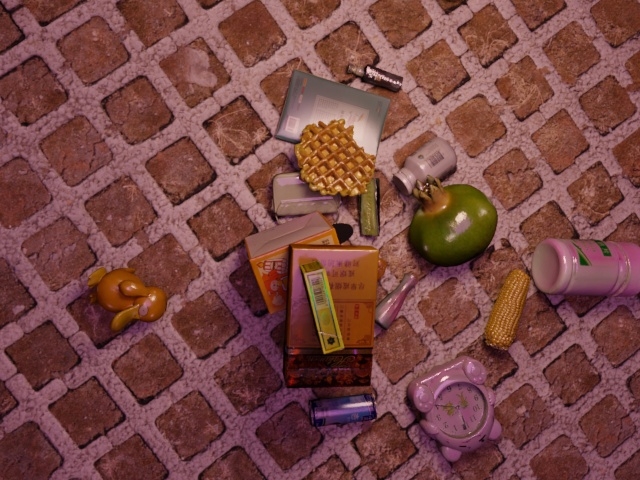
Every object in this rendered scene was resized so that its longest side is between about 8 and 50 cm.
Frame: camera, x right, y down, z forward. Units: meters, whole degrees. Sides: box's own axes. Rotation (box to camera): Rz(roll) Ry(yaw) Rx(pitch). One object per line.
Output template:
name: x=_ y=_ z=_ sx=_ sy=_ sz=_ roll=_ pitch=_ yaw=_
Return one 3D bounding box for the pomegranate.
pomegranate: x=0.456 y=-0.065 z=1.618 sx=0.309 sy=0.216 sz=0.358 roll=-40 pitch=122 yaw=3

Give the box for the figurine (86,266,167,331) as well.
figurine: x=-0.634 y=0.187 z=1.546 sx=0.215 sy=0.215 sz=0.228 roll=-43 pitch=71 yaw=-5

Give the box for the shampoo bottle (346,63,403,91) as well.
shampoo bottle: x=0.196 y=-0.598 z=1.708 sx=0.207 sy=0.063 sz=0.057 roll=16 pitch=98 yaw=-8

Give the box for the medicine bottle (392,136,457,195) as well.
medicine bottle: x=0.370 y=-0.261 z=1.684 sx=0.215 sy=0.135 sz=0.135 roll=-37 pitch=93 yaw=-5

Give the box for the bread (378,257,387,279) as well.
bread: x=0.202 y=0.099 z=1.706 sx=0.083 sy=0.046 sz=0.081 roll=-37 pitch=96 yaw=-7

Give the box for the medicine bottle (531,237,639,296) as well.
medicine bottle: x=0.973 y=0.099 z=1.712 sx=0.325 sy=0.212 sz=0.212 roll=2 pitch=89 yaw=-5

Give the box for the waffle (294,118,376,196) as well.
waffle: x=0.056 y=-0.284 z=1.612 sx=0.281 sy=0.058 sz=0.301 roll=-12 pitch=74 yaw=-15

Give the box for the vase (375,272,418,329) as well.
vase: x=0.270 y=0.216 z=1.699 sx=0.086 sy=0.086 sz=0.214 roll=40 pitch=81 yaw=-5

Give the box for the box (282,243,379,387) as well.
box: x=0.026 y=0.222 z=1.384 sx=0.264 sy=0.116 sz=0.416 roll=1 pitch=97 yaw=-9

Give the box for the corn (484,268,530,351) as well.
corn: x=0.692 y=0.254 z=1.733 sx=0.106 sy=0.106 sz=0.306 roll=21 pitch=85 yaw=-6

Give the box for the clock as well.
clock: x=0.495 y=0.609 z=1.702 sx=0.295 sy=0.113 sz=0.323 roll=-24 pitch=93 yaw=-7

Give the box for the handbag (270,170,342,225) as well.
handbag: x=-0.050 y=-0.138 z=1.669 sx=0.255 sy=0.079 sz=0.220 roll=-4 pitch=103 yaw=-6

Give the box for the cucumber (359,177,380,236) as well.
cucumber: x=0.184 y=-0.120 z=1.704 sx=0.077 sy=0.062 sz=0.212 roll=-1 pitch=96 yaw=27

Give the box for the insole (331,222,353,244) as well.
insole: x=0.000 y=0.000 z=1.691 sx=0.253 sy=0.005 sz=0.086 roll=-22 pitch=112 yaw=-6

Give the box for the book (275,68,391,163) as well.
book: x=0.051 y=-0.443 z=1.701 sx=0.378 sy=0.031 sz=0.265 roll=16 pitch=88 yaw=-6

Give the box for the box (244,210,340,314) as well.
box: x=-0.081 y=0.067 z=1.550 sx=0.283 sy=0.259 sz=0.214 roll=-21 pitch=110 yaw=-6

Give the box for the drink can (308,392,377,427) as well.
drink can: x=0.077 y=0.600 z=1.662 sx=0.234 sy=0.097 sz=0.097 roll=-5 pitch=90 yaw=-7

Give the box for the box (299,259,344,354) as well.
box: x=0.001 y=0.173 z=1.246 sx=0.064 sy=0.141 sz=0.220 roll=-13 pitch=97 yaw=-6
